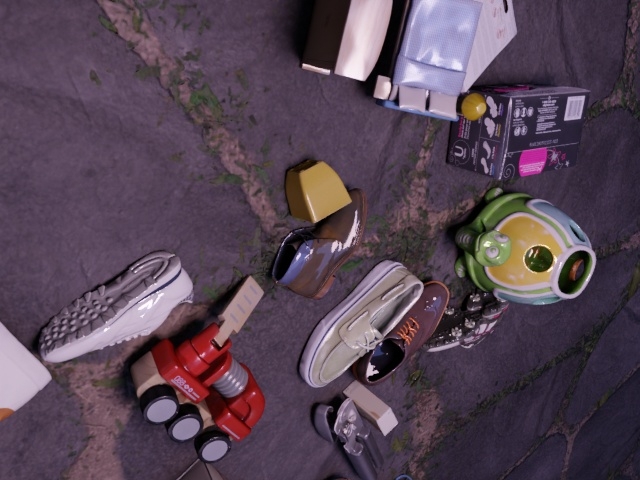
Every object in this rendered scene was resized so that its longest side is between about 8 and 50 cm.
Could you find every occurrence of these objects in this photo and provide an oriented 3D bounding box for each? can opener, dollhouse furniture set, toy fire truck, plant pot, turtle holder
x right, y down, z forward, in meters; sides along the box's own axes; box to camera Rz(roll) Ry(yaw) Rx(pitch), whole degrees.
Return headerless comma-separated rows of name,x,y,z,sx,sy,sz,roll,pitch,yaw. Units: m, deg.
can opener,0.061,0.430,1.306,0.076,0.095,0.283,-59,145,-33
dollhouse furniture set,0.160,-0.332,0.890,0.304,0.198,0.286,9,105,-19
toy fire truck,-0.161,0.202,0.999,0.246,0.158,0.217,-38,128,-4
plant pot,-0.012,-0.089,1.010,0.081,0.081,0.083,-31,113,-22
turtle holder,0.435,0.011,1.282,0.243,0.227,0.320,-50,130,-7

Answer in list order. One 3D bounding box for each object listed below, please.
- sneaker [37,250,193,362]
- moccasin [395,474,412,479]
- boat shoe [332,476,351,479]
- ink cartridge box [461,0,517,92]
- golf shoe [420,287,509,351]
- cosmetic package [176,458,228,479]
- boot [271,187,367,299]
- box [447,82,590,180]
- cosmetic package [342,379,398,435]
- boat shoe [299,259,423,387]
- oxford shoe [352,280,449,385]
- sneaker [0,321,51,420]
sneaker,-0.294,0.115,0.889,0.235,0.090,0.094,-32,135,-20
moccasin,0.226,0.653,1.497,0.116,0.138,0.342,-53,145,-11
boat shoe,-0.063,0.616,1.258,0.342,0.123,0.123,-37,129,-10
ink cartridge box,0.278,-0.410,1.111,0.232,0.066,0.189,-52,133,-34
golf shoe,0.322,0.206,1.372,0.273,0.105,0.120,-19,127,-28
cosmetic package,-0.162,0.558,1.093,0.153,0.129,0.296,-41,111,-11
boot,0.000,0.000,1.053,0.106,0.082,0.219,17,101,-43
box,0.393,-0.227,1.204,0.247,0.142,0.163,-13,115,-33
cosmetic package,0.103,0.348,1.260,0.041,0.115,0.060,-39,127,-17
boat shoe,0.078,0.167,1.175,0.302,0.094,0.109,-51,130,-7
oxford shoe,0.178,0.194,1.238,0.097,0.098,0.271,40,82,0
sneaker,-0.460,0.130,0.738,0.123,0.106,0.290,-51,134,-30
